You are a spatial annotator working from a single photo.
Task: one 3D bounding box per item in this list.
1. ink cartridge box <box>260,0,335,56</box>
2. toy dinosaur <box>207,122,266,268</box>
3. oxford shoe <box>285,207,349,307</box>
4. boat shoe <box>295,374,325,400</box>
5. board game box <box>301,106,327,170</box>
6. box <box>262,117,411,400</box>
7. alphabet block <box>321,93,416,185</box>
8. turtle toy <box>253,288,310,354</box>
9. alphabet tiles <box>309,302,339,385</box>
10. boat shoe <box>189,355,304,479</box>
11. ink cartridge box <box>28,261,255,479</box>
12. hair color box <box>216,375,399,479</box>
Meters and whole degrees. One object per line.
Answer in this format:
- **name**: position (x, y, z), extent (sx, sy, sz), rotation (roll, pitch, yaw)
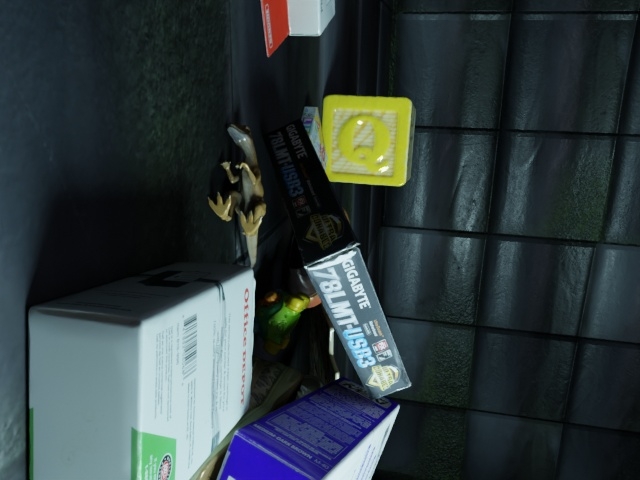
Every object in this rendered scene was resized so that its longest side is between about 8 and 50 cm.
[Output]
- **ink cartridge box**: position (-0.032, -0.435, 0.767), extent (0.239, 0.060, 0.275), rotation (-72, 163, -51)
- **toy dinosaur**: position (-0.086, -0.034, 0.657), extent (0.112, 0.064, 0.211), rotation (-58, 151, -68)
- **oxford shoe**: position (0.000, 0.000, 1.021), extent (0.271, 0.097, 0.098), rotation (-72, 157, -47)
- **boat shoe**: position (-0.048, 0.283, 0.863), extent (0.302, 0.109, 0.094), rotation (-36, 132, -71)
- **board game box**: position (-0.016, -0.166, 1.030), extent (0.154, 0.026, 0.103), rotation (74, 24, -60)
- **box**: position (0.022, 0.024, 0.752), extent (0.293, 0.073, 0.295), rotation (-112, 177, -49)
- **alphabet block**: position (0.113, -0.228, 1.226), extent (0.197, 0.193, 0.192), rotation (-34, 127, -75)
- **turtle toy**: position (-0.064, 0.112, 0.810), extent (0.095, 0.066, 0.130), rotation (-62, 172, 3)
- **alphabet tiles**: position (0.005, 0.284, 1.090), extent (0.285, 0.011, 0.342), rotation (-117, -154, -67)
- **boat shoe**: position (-0.106, 0.218, 0.652), extent (0.104, 0.089, 0.285), rotation (-65, 168, 9)
- **ink cartridge box**: position (-0.129, 0.107, 0.441), extent (0.208, 0.087, 0.153), rotation (-23, 117, -76)
- **hair color box**: position (-0.015, 0.295, 0.654), extent (0.339, 0.110, 0.185), rotation (14, 98, -68)
